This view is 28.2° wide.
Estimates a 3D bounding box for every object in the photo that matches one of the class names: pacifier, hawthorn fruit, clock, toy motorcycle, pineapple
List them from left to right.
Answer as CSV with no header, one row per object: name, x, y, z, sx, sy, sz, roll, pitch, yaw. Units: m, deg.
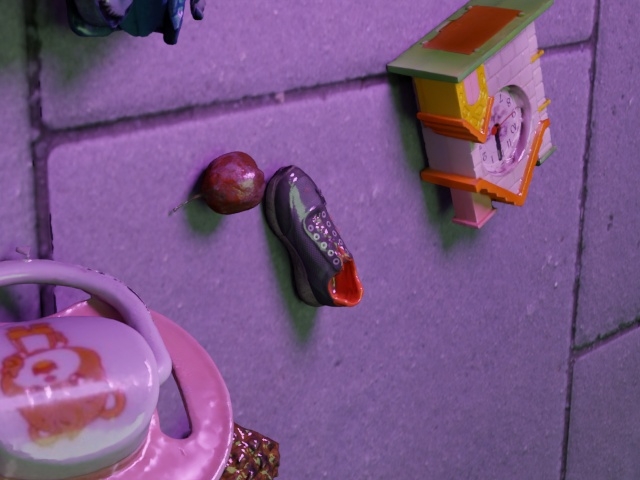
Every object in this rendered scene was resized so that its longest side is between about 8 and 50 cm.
pacifier,-0.241,0.166,1.118,0.332,0.220,0.273,-7,109,-26
toy motorcycle,-0.160,-0.307,1.131,0.206,0.154,0.260,-8,105,-73
pineapple,-0.133,0.311,1.376,0.111,0.119,0.237,43,65,-49
hawthorn fruit,-0.108,-0.055,1.336,0.103,0.067,0.066,-14,115,-18
clock,0.215,-0.159,1.632,0.220,0.106,0.255,-41,130,-34

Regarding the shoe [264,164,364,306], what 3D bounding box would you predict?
shoe,0.000,-0.001,1.453,0.074,0.077,0.194,-42,131,-32
